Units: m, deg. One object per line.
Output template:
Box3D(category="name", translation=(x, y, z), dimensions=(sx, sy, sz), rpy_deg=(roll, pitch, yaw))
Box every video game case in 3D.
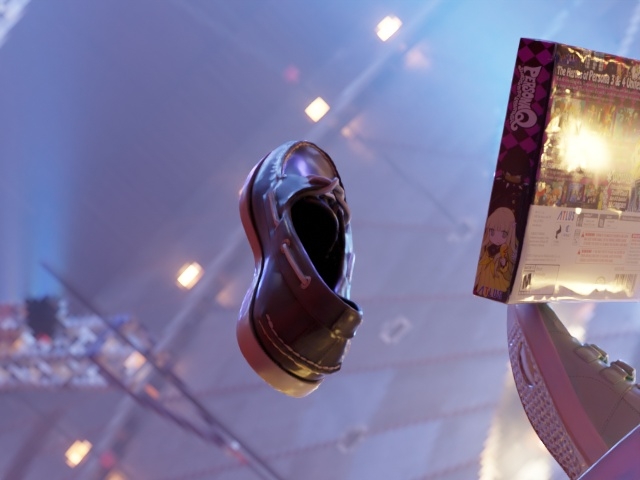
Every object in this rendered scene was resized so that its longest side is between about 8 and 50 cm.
Box3D(category="video game case", translation=(0.219, -0.052, 1.491), dimensions=(0.042, 0.232, 0.210), rpy_deg=(15, -81, 36))

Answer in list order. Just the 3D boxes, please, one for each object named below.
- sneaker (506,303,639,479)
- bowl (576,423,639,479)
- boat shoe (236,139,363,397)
Box3D(category="sneaker", translation=(0.257, 0.129, 1.463), dimensions=(0.151, 0.094, 0.256), rpy_deg=(-19, -127, -13))
Box3D(category="bowl", translation=(0.215, 0.197, 1.048), dimensions=(0.298, 0.134, 0.298), rpy_deg=(-41, 177, -3))
Box3D(category="boat shoe", translation=(0.000, 0.000, 0.982), dimensions=(0.065, 0.075, 0.206), rpy_deg=(-46, -158, 28))
